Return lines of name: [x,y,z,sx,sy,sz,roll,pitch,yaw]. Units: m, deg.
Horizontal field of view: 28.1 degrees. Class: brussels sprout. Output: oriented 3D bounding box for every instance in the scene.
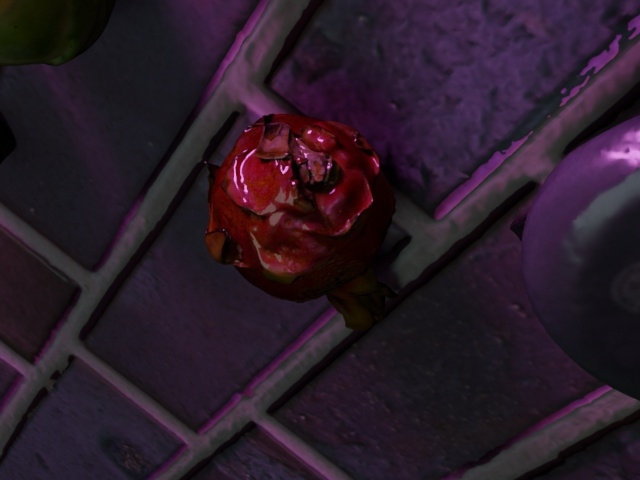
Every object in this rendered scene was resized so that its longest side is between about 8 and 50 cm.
brussels sprout: [-0.209,-0.194,0.829,0.145,0.131,0.183,31,151,46]

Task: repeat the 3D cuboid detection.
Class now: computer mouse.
computer mouse: [0.288,0.018,0.654,0.370,0.122,0.188,17,132,1]

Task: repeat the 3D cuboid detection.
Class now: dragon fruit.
dragon fruit: [0.000,0.000,0.892,0.125,0.125,0.246,46,177,38]

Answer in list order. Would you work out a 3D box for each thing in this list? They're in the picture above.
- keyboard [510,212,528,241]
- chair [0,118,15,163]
keyboard: [0.192,-0.026,0.781,0.060,0.018,0.195,47,143,-3]
chair: [-0.310,-0.118,0.985,0.145,0.140,0.221,-5,130,43]
